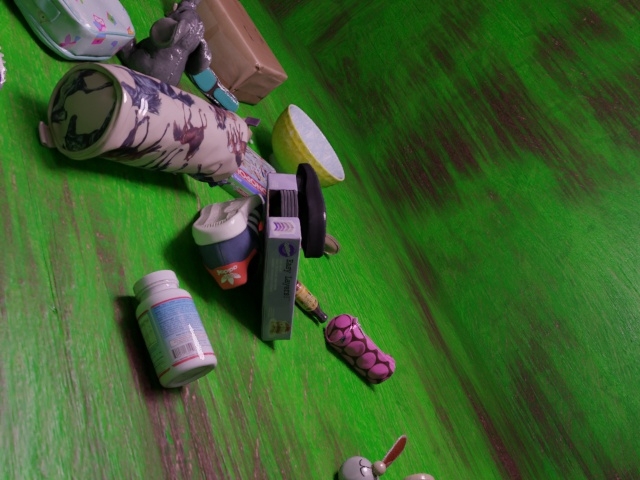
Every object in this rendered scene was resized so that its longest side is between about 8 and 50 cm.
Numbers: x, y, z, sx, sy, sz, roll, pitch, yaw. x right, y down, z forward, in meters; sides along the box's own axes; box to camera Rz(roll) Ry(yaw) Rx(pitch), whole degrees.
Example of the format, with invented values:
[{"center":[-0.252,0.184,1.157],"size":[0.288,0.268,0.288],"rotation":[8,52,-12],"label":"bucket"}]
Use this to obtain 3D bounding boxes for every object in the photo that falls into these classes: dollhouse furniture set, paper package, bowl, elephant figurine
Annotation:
[{"center":[-0.236,-0.300,1.708],"size":[0.081,0.090,0.114],"rotation":[95,12,-46],"label":"dollhouse furniture set"},{"center":[-0.287,-0.616,1.865],"size":[0.325,0.168,0.309],"rotation":[56,16,2],"label":"paper package"},{"center":[-0.069,-0.267,1.841],"size":[0.289,0.156,0.290],"rotation":[49,19,-23],"label":"bowl"},{"center":[-0.332,-0.459,1.344],"size":[0.186,0.239,0.169],"rotation":[53,18,-10],"label":"elephant figurine"}]

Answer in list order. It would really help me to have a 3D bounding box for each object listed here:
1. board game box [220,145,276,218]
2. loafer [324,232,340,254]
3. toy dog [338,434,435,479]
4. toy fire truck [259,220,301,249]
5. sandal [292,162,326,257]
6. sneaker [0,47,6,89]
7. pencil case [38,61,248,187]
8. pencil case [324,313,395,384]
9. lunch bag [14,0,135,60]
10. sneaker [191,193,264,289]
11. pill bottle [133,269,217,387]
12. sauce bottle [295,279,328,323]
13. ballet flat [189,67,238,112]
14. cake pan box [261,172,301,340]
[{"center":[-0.208,-0.185,1.516],"size":[0.317,0.046,0.214],"rotation":[38,25,-46],"label":"board game box"},{"center":[0.000,0.000,1.734],"size":[0.148,0.056,0.050],"rotation":[38,24,-22],"label":"loafer"},{"center":[0.191,0.508,1.163],"size":[0.333,0.160,0.220],"rotation":[30,31,-55],"label":"toy dog"},{"center":[-0.119,-0.003,1.431],"size":[0.135,0.047,0.192],"rotation":[54,17,-5],"label":"toy fire truck"},{"center":[-0.061,-0.088,1.401],"size":[0.446,0.106,0.168],"rotation":[-112,-156,-72],"label":"sandal"},{"center":[-0.546,-0.288,0.738],"size":[0.293,0.102,0.146],"rotation":[50,22,-5],"label":"sneaker"},{"center":[-0.304,-0.199,1.079],"size":[0.160,0.183,0.410],"rotation":[56,19,15],"label":"pencil case"},{"center":[0.105,0.272,1.455],"size":[0.209,0.098,0.095],"rotation":[46,20,-31],"label":"pencil case"},{"center":[-0.514,-0.487,1.135],"size":[0.279,0.107,0.224],"rotation":[53,21,-8],"label":"lunch bag"},{"center":[-0.175,0.000,1.192],"size":[0.350,0.131,0.148],"rotation":[-76,152,-74],"label":"sneaker"},{"center":[-0.220,0.129,0.865],"size":[0.087,0.087,0.160],"rotation":[18,42,-63],"label":"pill bottle"},{"center":[-0.028,0.150,1.408],"size":[0.128,0.042,0.042],"rotation":[46,20,-24],"label":"sauce bottle"},{"center":[-0.314,-0.441,1.681],"size":[0.188,0.070,0.070],"rotation":[49,19,-27],"label":"ballet flat"},{"center":[-0.085,0.025,1.189],"size":[0.246,0.070,0.267],"rotation":[-101,-165,-56],"label":"cake pan box"}]
